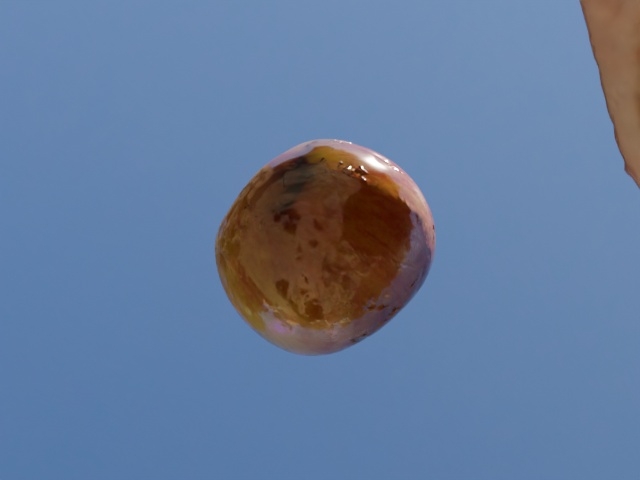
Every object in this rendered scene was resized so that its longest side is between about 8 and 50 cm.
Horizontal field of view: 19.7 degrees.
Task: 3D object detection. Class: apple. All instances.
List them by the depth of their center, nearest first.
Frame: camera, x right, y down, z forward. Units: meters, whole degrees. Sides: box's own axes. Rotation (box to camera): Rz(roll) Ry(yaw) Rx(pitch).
[{"bbox_3d":[0.000,0.000,1.192,0.146,0.146,0.146,-5,-108,15],"label":"apple"}]

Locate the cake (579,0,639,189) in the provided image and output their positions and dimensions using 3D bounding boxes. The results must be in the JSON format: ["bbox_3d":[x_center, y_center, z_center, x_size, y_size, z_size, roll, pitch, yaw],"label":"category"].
[{"bbox_3d":[0.303,-0.127,0.992,0.293,0.314,0.306,-17,-79,25],"label":"cake"}]
